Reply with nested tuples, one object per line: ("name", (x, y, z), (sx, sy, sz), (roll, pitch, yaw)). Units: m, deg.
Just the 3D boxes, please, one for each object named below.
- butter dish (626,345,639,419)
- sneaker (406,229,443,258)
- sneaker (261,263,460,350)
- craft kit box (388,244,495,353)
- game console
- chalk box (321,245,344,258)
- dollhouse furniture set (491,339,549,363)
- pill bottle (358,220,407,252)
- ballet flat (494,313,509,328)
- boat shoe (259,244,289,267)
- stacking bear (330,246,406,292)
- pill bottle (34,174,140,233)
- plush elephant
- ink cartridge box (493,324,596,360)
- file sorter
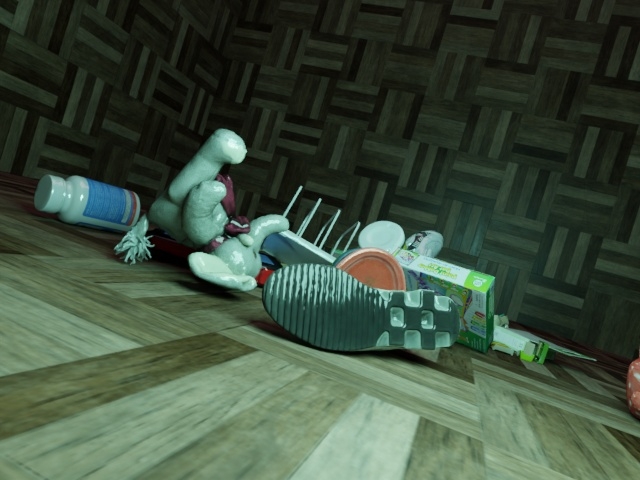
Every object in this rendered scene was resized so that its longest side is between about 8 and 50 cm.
("butter dish", (0.616, 0.282, 0.813), (0.118, 0.159, 0.160), (-7, 6, -14))
("sneaker", (0.312, 0.112, 1.374), (0.366, 0.137, 0.210), (-35, 45, -30))
("sneaker", (0.049, 0.123, 0.730), (0.331, 0.122, 0.146), (16, -17, -22))
("craft kit box", (0.287, 0.143, 1.084), (0.247, 0.061, 0.250), (21, -33, 36))
("game console", (-0.270, 0.029, 1.184), (0.342, 0.060, 0.386), (21, -1, -12))
("chalk box", (0.072, 0.101, 1.574), (0.132, 0.132, 0.213), (16, 1, -11))
("dollhouse furniture set", (0.536, 0.285, 1.230), (0.152, 0.058, 0.076), (17, 0, 7))
("pill bottle", (0.177, 0.059, 1.203), (0.119, 0.119, 0.208), (17, -36, 33))
("ballet flat", (0.602, 0.297, 1.551), (0.086, 0.086, 0.248), (17, 1, 35))
("boat shoe", (-0.151, 0.037, 1.603), (0.342, 0.123, 0.123), (17, 0, -33))
("stacking bear", (0.084, 0.101, 1.074), (0.175, 0.164, 0.289), (26, -7, -5))
("pill bottle", (-0.594, -0.096, 1.158), (0.124, 0.124, 0.221), (17, 0, 37))
("plush elephant", (-0.188, -0.023, 0.873), (0.255, 0.330, 0.272), (41, -6, -17))
("ink cartridge box", (0.658, 0.324, 1.342), (0.171, 0.056, 0.235), (16, 4, -33))
("file sorter", (0.000, 0.000, 1.327), (0.278, 0.173, 0.193), (31, -24, -5))
